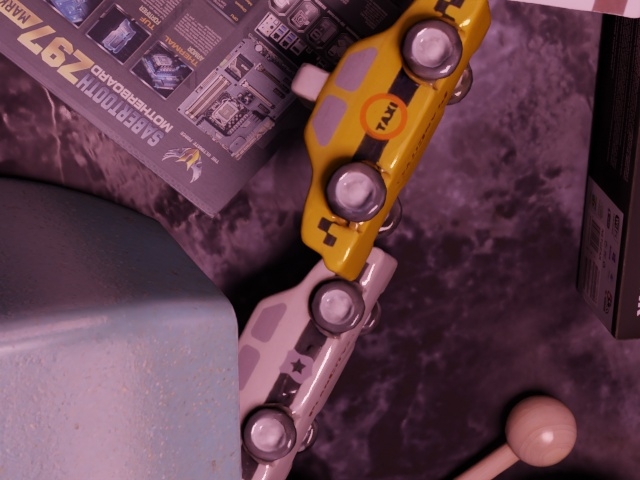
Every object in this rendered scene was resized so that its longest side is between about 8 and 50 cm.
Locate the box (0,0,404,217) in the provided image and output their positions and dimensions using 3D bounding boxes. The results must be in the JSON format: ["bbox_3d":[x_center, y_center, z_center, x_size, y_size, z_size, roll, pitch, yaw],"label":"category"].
[{"bbox_3d":[-0.091,-0.150,1.065,0.232,0.059,0.183,38,101,-28],"label":"box"}]

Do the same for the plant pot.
[{"bbox_3d":[-0.188,0.098,1.073,0.252,0.247,0.248,-12,119,-23],"label":"plant pot"}]

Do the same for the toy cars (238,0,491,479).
[{"bbox_3d":[0.000,0.000,1.106,0.087,0.176,0.394,28,130,11],"label":"toy cars"}]

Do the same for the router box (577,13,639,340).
[{"bbox_3d":[0.313,-0.092,1.187,0.242,0.081,0.309,-5,117,-12],"label":"router box"}]

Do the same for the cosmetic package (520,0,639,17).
[{"bbox_3d":[0.106,-0.234,1.003,0.151,0.184,0.151,5,114,-17],"label":"cosmetic package"}]

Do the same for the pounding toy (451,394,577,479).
[{"bbox_3d":[0.195,0.236,1.326,0.237,0.110,0.183,46,111,1],"label":"pounding toy"}]
